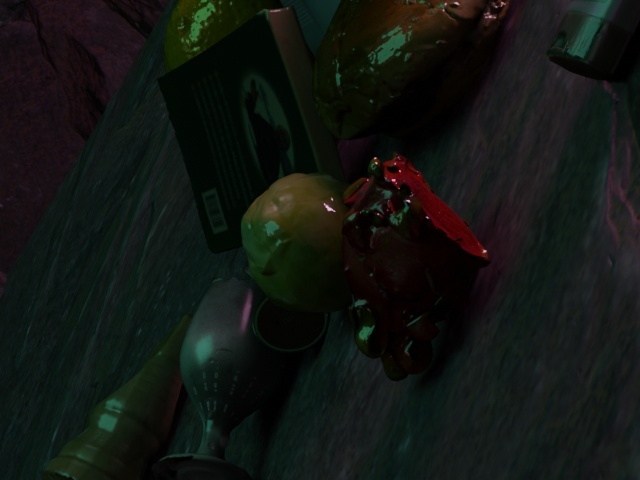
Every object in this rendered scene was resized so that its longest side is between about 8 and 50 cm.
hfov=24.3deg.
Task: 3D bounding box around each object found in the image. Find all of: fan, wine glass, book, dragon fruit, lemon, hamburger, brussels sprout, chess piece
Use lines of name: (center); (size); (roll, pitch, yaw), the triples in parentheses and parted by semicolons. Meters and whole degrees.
fan: (-0.047, 0.073, 1.661); (0.085, 0.133, 0.005); (-31, -31, -17)
wine glass: (-0.106, 0.166, 1.672); (0.126, 0.126, 0.241); (-42, 31, 52)
book: (-0.091, -0.128, 1.874); (0.371, 0.043, 0.260); (-14, 94, 62)
dragon fruit: (0.077, 0.026, 1.327); (0.133, 0.150, 0.208); (-10, -74, -60)
lemon: (-0.103, -0.280, 2.091); (0.228, 0.228, 0.253); (-126, 54, -70)
hamburger: (0.086, -0.207, 1.617); (0.309, 0.132, 0.211); (-31, 35, 58)
brussels sprout: (0.002, 0.003, 1.558); (0.122, 0.149, 0.152); (9, 90, 55)
chess piece: (-0.254, 0.237, 2.050); (0.301, 0.137, 0.137); (-59, 13, -27)

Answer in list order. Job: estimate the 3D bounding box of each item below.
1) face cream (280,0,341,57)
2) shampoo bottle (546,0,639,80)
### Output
face cream: (0.078, -0.371, 1.690); (0.420, 0.235, 0.137); (-23, 17, 42)
shampoo bottle: (0.268, -0.249, 1.262); (0.227, 0.056, 0.086); (-64, 16, 2)
